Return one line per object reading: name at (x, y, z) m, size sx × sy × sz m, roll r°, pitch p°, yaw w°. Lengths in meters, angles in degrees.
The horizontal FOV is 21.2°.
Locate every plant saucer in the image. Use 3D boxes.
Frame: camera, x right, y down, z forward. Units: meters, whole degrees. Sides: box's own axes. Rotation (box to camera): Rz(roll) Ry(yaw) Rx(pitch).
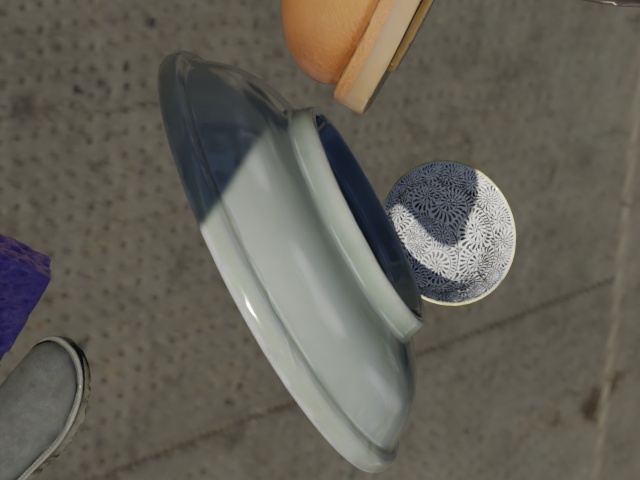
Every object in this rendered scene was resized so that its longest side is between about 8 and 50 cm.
plant saucer at (0.000, 0.000, 1.468) m, size 0.101 × 0.400 × 0.400 m, roll -27°, pitch 136°, yaw 10°

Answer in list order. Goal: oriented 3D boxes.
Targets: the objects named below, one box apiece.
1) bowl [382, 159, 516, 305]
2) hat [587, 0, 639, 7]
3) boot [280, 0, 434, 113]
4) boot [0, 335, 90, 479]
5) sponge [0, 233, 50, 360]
bowl at (0.135, -0.002, 1.999) m, size 0.170 × 0.080 × 0.170 m, roll 4°, pitch 78°, yaw -17°
hat at (0.227, -0.295, 1.279) m, size 0.331 × 0.331 × 0.134 m, roll -62°, pitch 164°, yaw -14°
boot at (-0.043, -0.189, 0.471) m, size 0.109 × 0.220 × 0.283 m, roll -74°, pitch 175°, yaw -68°
boot at (-0.275, 0.151, 1.237) m, size 0.189 × 0.076 × 0.208 m, roll -60°, pitch 152°, yaw 11°
sponge at (-0.235, 0.075, 0.865) m, size 0.117 × 0.031 × 0.210 m, roll 27°, pitch 103°, yaw -20°
